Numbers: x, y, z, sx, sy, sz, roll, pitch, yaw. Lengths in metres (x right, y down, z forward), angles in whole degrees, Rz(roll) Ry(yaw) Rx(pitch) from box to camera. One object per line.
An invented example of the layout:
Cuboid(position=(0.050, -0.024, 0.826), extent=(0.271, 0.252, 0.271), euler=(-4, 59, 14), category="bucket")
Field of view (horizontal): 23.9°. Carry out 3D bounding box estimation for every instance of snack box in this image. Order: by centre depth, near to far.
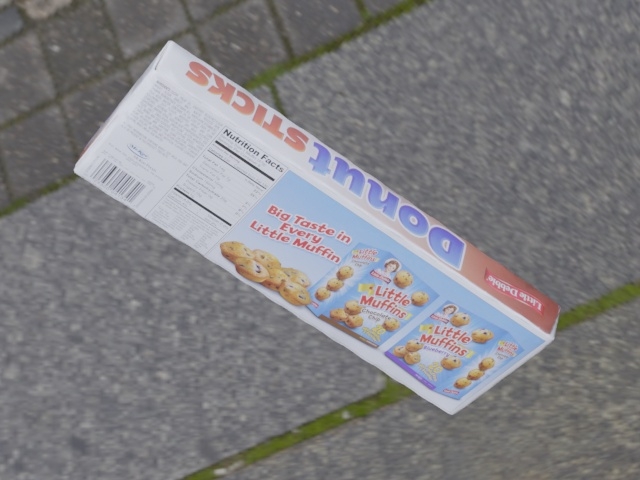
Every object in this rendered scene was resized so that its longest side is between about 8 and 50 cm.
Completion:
Cuboid(position=(0.000, 0.000, 0.559), extent=(0.178, 0.022, 0.064), euler=(34, 132, -14), category="snack box")
